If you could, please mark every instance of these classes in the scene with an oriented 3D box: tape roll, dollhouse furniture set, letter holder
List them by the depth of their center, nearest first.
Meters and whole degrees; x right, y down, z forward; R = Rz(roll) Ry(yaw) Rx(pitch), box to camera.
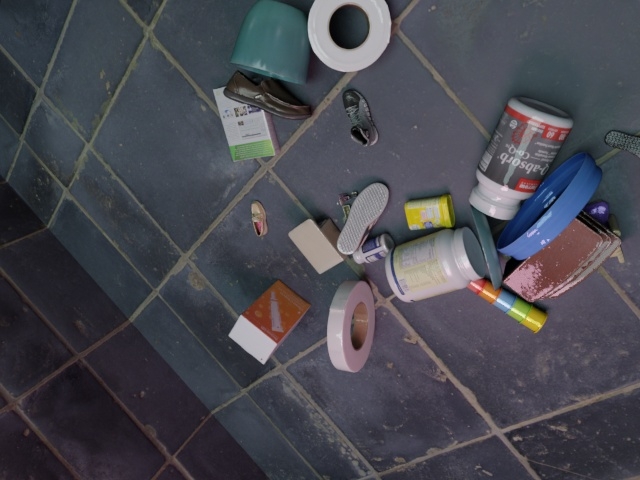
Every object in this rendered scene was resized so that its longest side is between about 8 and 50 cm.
[{"bbox_3d":[0.772,0.069,1.483,0.214,0.152,0.302,39,123,7],"label":"letter holder"},{"bbox_3d":[0.098,-0.730,1.597,0.285,0.100,0.287,0,112,0],"label":"tape roll"},{"bbox_3d":[0.116,-0.135,1.949,0.090,0.081,0.115,-9,109,31],"label":"dollhouse furniture set"},{"bbox_3d":[0.138,0.362,1.992,0.071,0.392,0.393,2,114,27],"label":"tape roll"}]

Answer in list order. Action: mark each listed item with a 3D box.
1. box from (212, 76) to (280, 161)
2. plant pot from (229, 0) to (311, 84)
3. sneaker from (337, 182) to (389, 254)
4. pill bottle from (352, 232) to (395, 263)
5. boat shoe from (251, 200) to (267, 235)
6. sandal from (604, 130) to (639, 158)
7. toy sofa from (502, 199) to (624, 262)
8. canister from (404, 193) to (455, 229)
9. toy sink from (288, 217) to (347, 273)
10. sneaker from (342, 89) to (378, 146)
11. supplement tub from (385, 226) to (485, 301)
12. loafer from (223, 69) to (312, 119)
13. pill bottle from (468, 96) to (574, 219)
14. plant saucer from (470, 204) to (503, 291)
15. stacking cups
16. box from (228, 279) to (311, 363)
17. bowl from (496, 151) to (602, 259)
[{"bbox_3d":[-0.318,-0.515,2.011,0.232,0.058,0.323,-2,111,28],"label":"box"},{"bbox_3d":[-0.164,-0.727,1.698,0.292,0.293,0.236,20,106,18],"label":"plant pot"},{"bbox_3d":[0.172,-0.092,1.924,0.126,0.127,0.321,34,98,8],"label":"sneaker"},{"bbox_3d":[0.223,0.040,1.971,0.169,0.094,0.094,-24,101,34],"label":"pill bottle"},{"bbox_3d":[-0.293,-0.100,2.194,0.062,0.059,0.170,-3,112,29],"label":"boat shoe"},{"bbox_3d":[0.985,-0.297,1.451,0.179,0.040,0.067,33,120,28],"label":"sandal"},{"bbox_3d":[0.825,0.005,1.607,0.362,0.150,0.177,-15,107,32],"label":"toy sofa"},{"bbox_3d":[0.424,-0.107,1.809,0.169,0.073,0.126,-5,111,31],"label":"canister"},{"bbox_3d":[0.000,0.000,2.047,0.152,0.131,0.234,-34,100,35],"label":"toy sink"},{"bbox_3d":[0.137,-0.457,1.752,0.086,0.132,0.229,-24,101,34],"label":"sneaker"},{"bbox_3d":[0.440,0.093,1.796,0.324,0.235,0.236,-22,102,33],"label":"supplement tub"},{"bbox_3d":[-0.200,-0.575,1.838,0.365,0.134,0.130,17,109,-4],"label":"loafer"},{"bbox_3d":[0.645,-0.265,1.534,0.210,0.210,0.363,26,123,15],"label":"pill bottle"},{"bbox_3d":[0.591,0.021,1.643,0.043,0.318,0.318,-15,106,18],"label":"plant saucer"},{"bbox_3d":[0.712,0.240,1.816,0.316,0.096,0.096,30,124,14],"label":"stacking cups"},{"bbox_3d":[-0.235,0.379,2.219,0.215,0.345,0.168,37,125,6],"label":"box"},{"bbox_3d":[0.716,-0.100,1.465,0.077,0.391,0.391,39,125,6],"label":"bowl"}]
